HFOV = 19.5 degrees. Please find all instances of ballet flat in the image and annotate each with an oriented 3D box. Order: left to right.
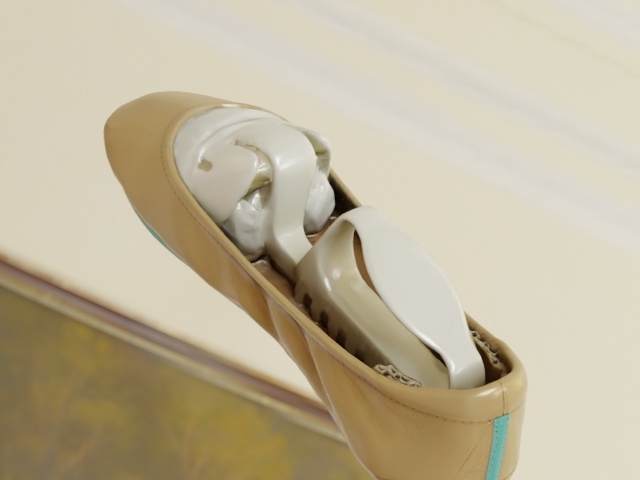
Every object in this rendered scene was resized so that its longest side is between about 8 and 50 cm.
[{"bbox_3d":[0.000,0.000,0.698,0.232,0.080,0.073,46,-38,28],"label":"ballet flat"}]
